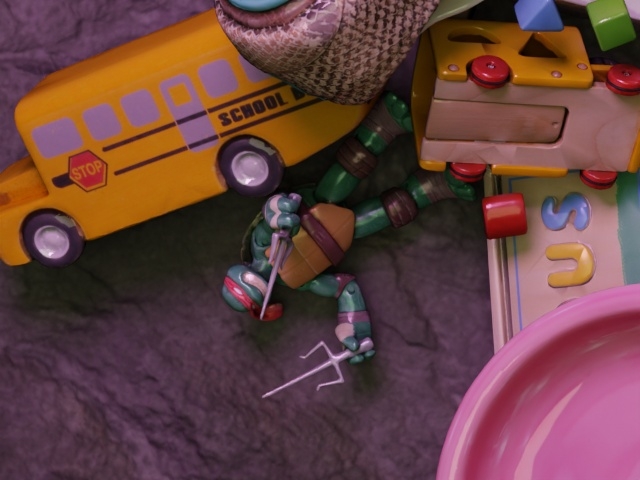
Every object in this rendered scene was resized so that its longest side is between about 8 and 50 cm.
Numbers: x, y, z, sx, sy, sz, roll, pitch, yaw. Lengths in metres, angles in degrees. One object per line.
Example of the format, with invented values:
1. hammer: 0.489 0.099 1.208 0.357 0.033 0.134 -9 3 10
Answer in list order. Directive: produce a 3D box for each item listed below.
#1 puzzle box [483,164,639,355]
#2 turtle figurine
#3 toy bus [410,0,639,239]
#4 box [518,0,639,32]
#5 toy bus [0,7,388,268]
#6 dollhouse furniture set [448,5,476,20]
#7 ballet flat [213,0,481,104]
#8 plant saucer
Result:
1. puzzle box: 0.265 0.124 1.389 0.272 0.052 0.409 -8 82 24
2. turtle figurine: 0.000 0.000 1.447 0.234 0.175 0.118 -44 46 -2
3. toy bus: 0.162 -0.109 1.370 0.191 0.104 0.202 -31 127 21
4. box: 0.200 -0.205 1.398 0.126 0.137 0.072 16 95 7
5. toy bus: -0.112 -0.090 1.427 0.333 0.108 0.130 -19 109 22
6. dollhouse furniture set: 0.046 -0.303 1.436 0.212 0.161 0.242 18 119 6
7. ballet flat: 0.122 -0.294 1.260 0.483 0.182 0.164 -52 45 3
8. plant saucer: 0.246 0.197 1.315 0.332 0.084 0.332 -3 84 25
